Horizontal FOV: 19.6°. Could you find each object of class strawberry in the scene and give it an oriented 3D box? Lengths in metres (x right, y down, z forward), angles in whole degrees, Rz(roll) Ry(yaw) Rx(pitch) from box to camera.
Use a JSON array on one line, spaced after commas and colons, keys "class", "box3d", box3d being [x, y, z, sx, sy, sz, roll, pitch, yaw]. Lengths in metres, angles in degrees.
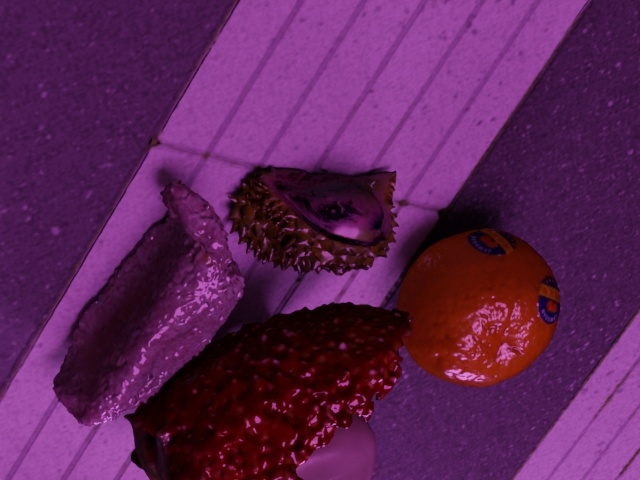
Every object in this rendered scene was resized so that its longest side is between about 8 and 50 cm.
[{"class": "strawberry", "box3d": [-0.066, 0.136, 1.846, 0.306, 0.233, 0.138, -46, 123, -7]}]

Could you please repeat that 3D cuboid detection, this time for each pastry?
[{"class": "pastry", "box3d": [-0.155, 0.066, 1.788, 0.112, 0.103, 0.265, 7, 126, -47]}]

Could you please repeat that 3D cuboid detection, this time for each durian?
[{"class": "durian", "box3d": [0.002, 0.001, 1.829, 0.187, 0.108, 0.119, 0, 128, -36]}]

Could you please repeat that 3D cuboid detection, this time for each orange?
[{"class": "orange", "box3d": [0.167, 0.070, 1.979, 0.178, 0.155, 0.177, -19, 130, -25]}]

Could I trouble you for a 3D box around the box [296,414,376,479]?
[{"class": "box", "box3d": [-0.032, 0.257, 2.063, 0.200, 0.088, 0.146, -17, 137, -24]}]
